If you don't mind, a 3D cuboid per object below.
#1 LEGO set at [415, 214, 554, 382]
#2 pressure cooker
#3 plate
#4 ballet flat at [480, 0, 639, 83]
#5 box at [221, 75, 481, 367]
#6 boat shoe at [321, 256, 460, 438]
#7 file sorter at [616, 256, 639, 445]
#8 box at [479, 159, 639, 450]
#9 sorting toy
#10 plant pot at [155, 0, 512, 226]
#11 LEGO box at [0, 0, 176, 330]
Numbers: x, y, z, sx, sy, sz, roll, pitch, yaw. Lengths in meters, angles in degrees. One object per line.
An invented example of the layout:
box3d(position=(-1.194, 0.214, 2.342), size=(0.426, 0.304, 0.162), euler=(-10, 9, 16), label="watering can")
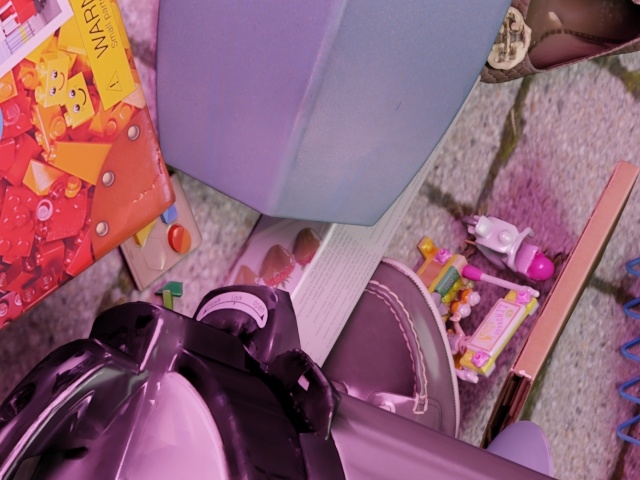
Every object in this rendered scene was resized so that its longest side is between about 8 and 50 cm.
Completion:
box3d(position=(0.094, 0.117, 1.387), size=(0.132, 0.107, 0.287), euler=(28, 83, -49), label="LEGO set")
box3d(position=(-0.043, 0.250, 1.065), size=(0.420, 0.370, 0.375), euler=(24, 121, -33), label="pressure cooker")
box3d(position=(0.111, 0.213, 1.311), size=(0.024, 0.188, 0.188), euler=(19, 89, -13), label="plate")
box3d(position=(0.191, -0.165, 1.429), size=(0.250, 0.058, 0.084), euler=(-11, 111, -45), label="ballet flat")
box3d(position=(0.000, 0.000, 1.274), size=(0.067, 0.063, 0.324), euler=(42, 72, -48), label="box")
box3d(position=(0.028, 0.181, 1.323), size=(0.095, 0.112, 0.335), euler=(-39, 136, -63), label="boat shoe")
box3d(position=(0.329, 0.096, 1.641), size=(0.118, 0.104, 0.170), euler=(-19, 118, -43), label="file sorter")
box3d(position=(0.183, 0.055, 1.451), size=(0.201, 0.021, 0.164), euler=(-60, 170, -25), label="box")
box3d(position=(-0.098, 0.006, 1.206), size=(0.062, 0.012, 0.083), euler=(-43, 131, -30), label="sorting toy")
box3d(position=(0.000, -0.137, 1.160), size=(0.165, 0.166, 0.234), euler=(6, 108, -49), label="plant pot")
box3d(position=(-0.308, -0.151, 0.779), size=(0.372, 0.193, 0.500), euler=(-39, 129, -33), label="LEGO box")
